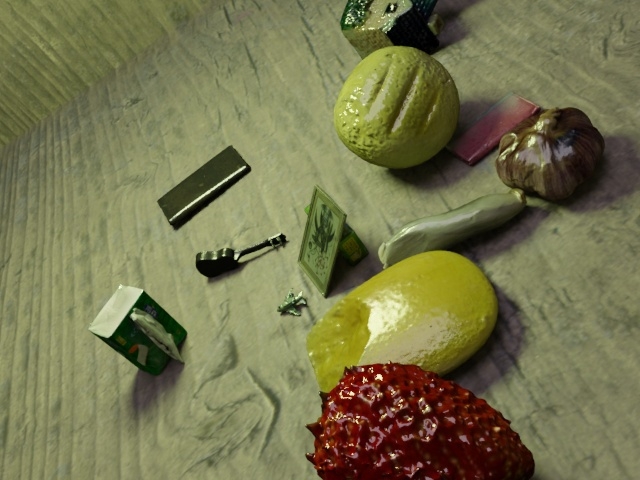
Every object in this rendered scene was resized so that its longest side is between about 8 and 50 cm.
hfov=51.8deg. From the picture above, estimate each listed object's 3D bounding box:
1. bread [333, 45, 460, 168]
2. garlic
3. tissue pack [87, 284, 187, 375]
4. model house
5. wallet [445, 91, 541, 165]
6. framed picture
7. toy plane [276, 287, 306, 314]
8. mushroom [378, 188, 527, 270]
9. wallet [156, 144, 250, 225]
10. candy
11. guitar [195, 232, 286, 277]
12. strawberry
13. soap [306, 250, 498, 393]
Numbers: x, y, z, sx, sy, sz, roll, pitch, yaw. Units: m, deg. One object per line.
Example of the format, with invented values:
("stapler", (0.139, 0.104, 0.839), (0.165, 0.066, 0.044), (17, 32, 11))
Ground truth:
("bread", (0.200, -0.338, 1.705), (0.320, 0.320, 0.237), (-49, 15, -14))
("garlic", (0.503, -0.205, 1.466), (0.244, 0.160, 0.245), (-20, 44, 20))
("tissue pack", (-0.449, 0.237, 1.697), (0.156, 0.209, 0.148), (9, 57, 38))
("model house", (0.266, -0.722, 2.075), (0.284, 0.243, 0.298), (14, 72, 38))
("wallet", (0.441, -0.290, 1.696), (0.232, 0.025, 0.119), (-38, 40, -1))
("framed picture", (0.000, 0.000, 1.628), (0.010, 0.231, 0.173), (-1, 29, -28))
("toy plane", (-0.075, 0.156, 1.639), (0.083, 0.033, 0.080), (-28, 55, 12))
("mushroom", (0.297, -0.027, 1.492), (0.351, 0.109, 0.097), (-23, 75, 14))
("wallet", (-0.387, -0.181, 2.177), (0.321, 0.044, 0.170), (-37, 41, -4))
("candy", (0.038, -0.025, 1.679), (0.062, 0.097, 0.194), (-40, 41, -1))
("guitar", (-0.219, 0.038, 1.834), (0.271, 0.084, 0.038), (-17, 47, 13))
("strawberry", (0.158, 0.349, 1.097), (0.343, 0.292, 0.292), (6, 56, 41))
("soap", (0.160, 0.184, 1.381), (0.427, 0.115, 0.306), (-33, 37, 6))
